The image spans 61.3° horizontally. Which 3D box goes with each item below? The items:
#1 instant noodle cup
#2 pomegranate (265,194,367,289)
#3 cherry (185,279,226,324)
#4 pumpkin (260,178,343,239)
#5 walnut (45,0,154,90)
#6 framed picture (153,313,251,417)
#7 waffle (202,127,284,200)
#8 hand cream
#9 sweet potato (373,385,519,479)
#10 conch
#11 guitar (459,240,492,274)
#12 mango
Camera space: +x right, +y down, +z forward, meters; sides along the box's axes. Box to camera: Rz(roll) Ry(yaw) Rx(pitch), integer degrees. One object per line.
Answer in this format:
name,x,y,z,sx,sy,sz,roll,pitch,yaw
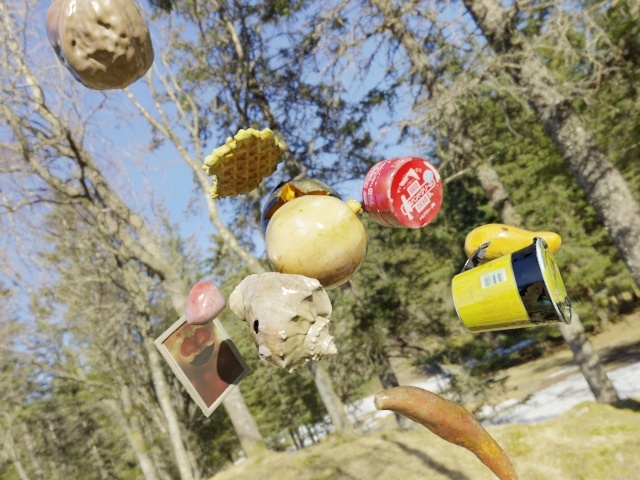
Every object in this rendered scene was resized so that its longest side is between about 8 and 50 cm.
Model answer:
instant noodle cup,0.453,0.123,1.300,0.236,0.215,0.215,-20,-9,28
pomegranate,0.000,0.000,1.559,0.319,0.319,0.319,-23,-12,-5
cherry,-0.301,0.168,1.438,0.106,0.126,0.087,33,-43,-30
pumpkin,-0.064,-0.080,1.964,0.320,0.320,0.192,-25,-32,3
walnut,-0.575,-0.527,1.407,0.227,0.273,0.273,-33,-7,-26
framed picture,-0.351,0.354,1.636,0.020,0.289,0.211,-11,25,44
waffle,-0.246,-0.234,1.690,0.281,0.058,0.301,-38,-21,1
hand cream,0.252,-0.148,1.683,0.230,0.230,0.149,-17,14,-32
sweet potato,0.187,0.267,0.779,0.058,0.255,0.078,-50,12,25
conch,-0.099,0.210,1.426,0.186,0.324,0.263,-63,-9,-73
guitar,0.401,0.041,1.373,0.088,0.025,0.233,-55,-11,-13
mango,0.616,0.029,1.746,0.295,0.120,0.177,6,-44,14
